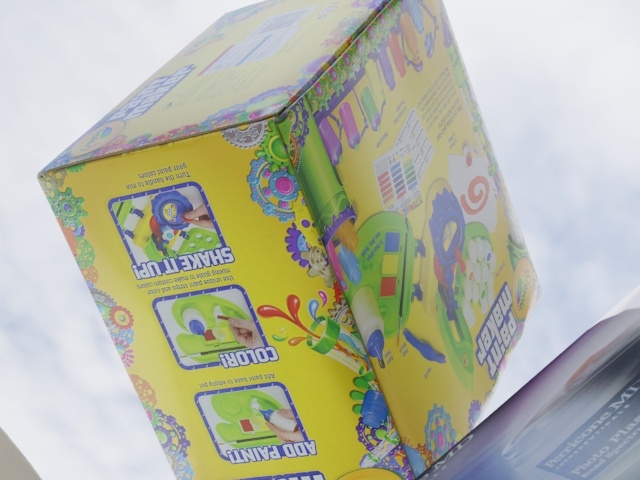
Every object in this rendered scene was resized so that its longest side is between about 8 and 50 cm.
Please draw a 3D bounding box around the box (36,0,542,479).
[{"bbox_3d":[0.000,0.000,1.049,0.290,0.177,0.279,-52,-55,-55],"label":"box"}]

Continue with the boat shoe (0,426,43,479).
[{"bbox_3d":[-0.117,0.109,0.436,0.302,0.114,0.091,47,-124,-16],"label":"boat shoe"}]

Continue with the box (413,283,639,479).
[{"bbox_3d":[0.167,0.158,0.688,0.296,0.294,0.183,-41,-82,1],"label":"box"}]
